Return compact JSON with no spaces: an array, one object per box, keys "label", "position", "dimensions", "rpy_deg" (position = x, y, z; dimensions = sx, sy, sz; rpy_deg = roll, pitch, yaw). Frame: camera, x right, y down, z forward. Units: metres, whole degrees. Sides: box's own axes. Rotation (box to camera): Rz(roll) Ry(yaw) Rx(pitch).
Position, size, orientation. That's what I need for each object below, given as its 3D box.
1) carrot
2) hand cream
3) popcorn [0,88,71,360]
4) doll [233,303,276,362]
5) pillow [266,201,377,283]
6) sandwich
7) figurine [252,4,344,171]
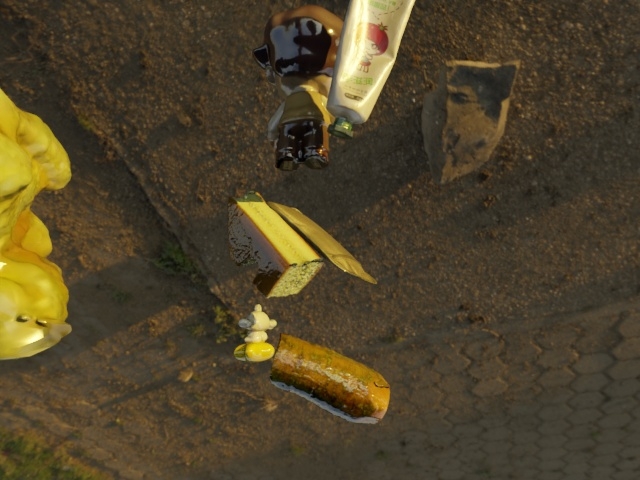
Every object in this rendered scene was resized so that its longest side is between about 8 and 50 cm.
[{"label":"carrot","position":[0.011,0.194,0.578],"dimensions":[0.173,0.082,0.082],"rpy_deg":[23,129,-1]},{"label":"hand cream","position":[0.086,-0.353,0.758],"dimensions":[0.121,0.076,0.335],"rpy_deg":[17,94,-8]},{"label":"popcorn","position":[-0.348,-0.059,0.296],"dimensions":[0.336,0.274,0.278],"rpy_deg":[17,118,18]},{"label":"doll","position":[-0.126,0.184,0.827],"dimensions":[0.072,0.113,0.135],"rpy_deg":[-1,144,17]},{"label":"pillow","position":[0.000,0.001,0.689],"dimensions":[0.033,0.217,0.130],"rpy_deg":[-54,146,8]},{"label":"sandwich","position":[-0.122,0.008,0.926],"dimensions":[0.235,0.122,0.128],"rpy_deg":[48,116,20]},{"label":"figurine","position":[-0.021,-0.329,0.925],"dimensions":[0.218,0.364,0.206],"rpy_deg":[-3,176,23]}]
